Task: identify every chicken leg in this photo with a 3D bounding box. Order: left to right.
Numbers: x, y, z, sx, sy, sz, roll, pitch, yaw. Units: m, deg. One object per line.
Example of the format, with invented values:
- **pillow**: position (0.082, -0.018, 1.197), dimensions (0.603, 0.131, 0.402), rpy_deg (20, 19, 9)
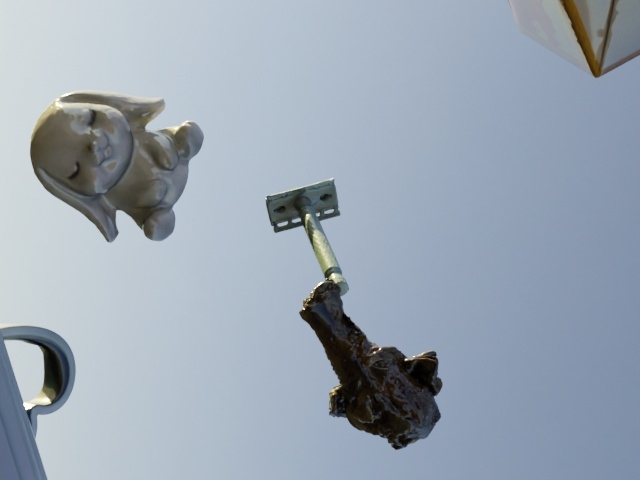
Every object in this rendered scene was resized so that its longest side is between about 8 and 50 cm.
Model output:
- **chicken leg**: position (0.047, 0.141, 1.141), dimensions (0.196, 0.125, 0.080), rpy_deg (35, -15, -1)

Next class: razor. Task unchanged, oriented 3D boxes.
- **razor**: position (0.000, 0.000, 1.448), dimensions (0.232, 0.106, 0.068), rpy_deg (-116, -169, -55)

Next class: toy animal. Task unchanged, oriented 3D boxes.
- **toy animal**: position (-0.367, -0.138, 1.780), dimensions (0.206, 0.265, 0.271), rpy_deg (16, -92, 54)

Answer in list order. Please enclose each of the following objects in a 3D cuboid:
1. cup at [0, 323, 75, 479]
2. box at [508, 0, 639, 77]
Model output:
- **cup**: position (-0.281, 0.112, 0.725), dimensions (0.221, 0.167, 0.202), rpy_deg (-85, 166, -74)
- **box**: position (0.302, -0.354, 1.004), dimensions (0.259, 0.284, 0.214), rpy_deg (61, 3, -29)
